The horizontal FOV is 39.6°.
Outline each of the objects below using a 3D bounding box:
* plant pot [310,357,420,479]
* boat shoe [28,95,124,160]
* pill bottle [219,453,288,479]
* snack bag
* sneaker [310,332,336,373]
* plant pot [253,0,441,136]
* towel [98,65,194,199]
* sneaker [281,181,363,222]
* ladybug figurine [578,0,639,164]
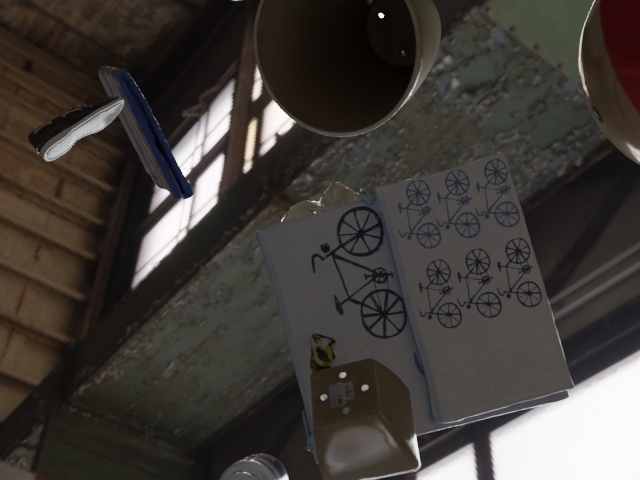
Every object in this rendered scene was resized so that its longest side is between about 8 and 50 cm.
[{"bbox_3d":[0.040,0.191,0.969,0.109,0.109,0.096,-94,-14,-44],"label":"plant pot"},{"bbox_3d":[-0.296,-0.145,1.081,0.125,0.046,0.038,-40,-102,-22],"label":"boat shoe"},{"bbox_3d":[-0.106,0.382,1.364,0.094,0.094,0.169,57,-179,10],"label":"pill bottle"},{"bbox_3d":[0.111,0.083,1.113,0.037,0.343,0.322,78,178,-86],"label":"snack bag"},{"bbox_3d":[-0.001,0.136,1.045,0.031,0.035,0.083,17,-165,-3],"label":"sneaker"},{"bbox_3d":[0.078,-0.311,1.344,0.256,0.256,0.274,51,-147,3],"label":"plant pot"},{"bbox_3d":[-0.267,-0.168,1.337,0.209,0.034,0.285,65,168,-18],"label":"towel"},{"bbox_3d":[0.000,0.000,1.727,0.131,0.148,0.350,32,-158,11],"label":"sneaker"},{"bbox_3d":[0.407,-0.223,0.781,0.162,0.449,0.304,12,-118,-35],"label":"ladybug figurine"}]
